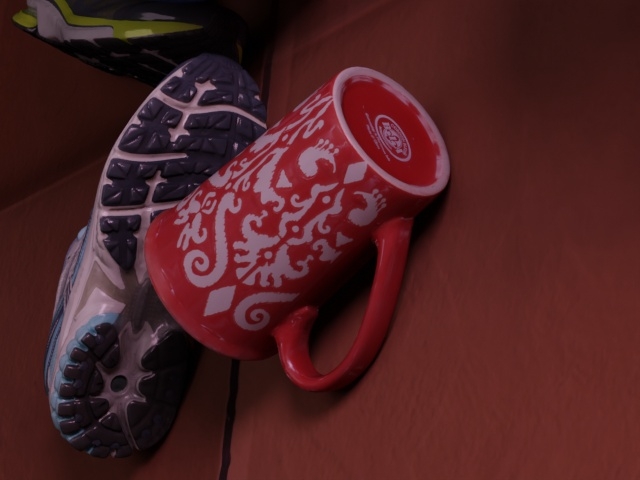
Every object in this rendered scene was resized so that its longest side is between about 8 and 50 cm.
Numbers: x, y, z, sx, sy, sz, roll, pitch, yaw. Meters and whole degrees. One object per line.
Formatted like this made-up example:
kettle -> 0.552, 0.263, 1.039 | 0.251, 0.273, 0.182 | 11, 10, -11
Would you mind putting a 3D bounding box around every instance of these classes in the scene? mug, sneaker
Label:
mug -> 0.002, -0.006, 1.184 | 0.169, 0.150, 0.113 | -41, 6, 33
sneaker -> -0.137, -0.185, 1.467 | 0.300, 0.111, 0.121 | 23, 90, 57
sneaker -> -0.131, -0.001, 1.359 | 0.122, 0.110, 0.283 | 33, 103, 61

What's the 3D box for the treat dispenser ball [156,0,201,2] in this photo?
treat dispenser ball -> -0.093, -0.298, 1.278 | 0.288, 0.288, 0.288 | -33, 48, 46
